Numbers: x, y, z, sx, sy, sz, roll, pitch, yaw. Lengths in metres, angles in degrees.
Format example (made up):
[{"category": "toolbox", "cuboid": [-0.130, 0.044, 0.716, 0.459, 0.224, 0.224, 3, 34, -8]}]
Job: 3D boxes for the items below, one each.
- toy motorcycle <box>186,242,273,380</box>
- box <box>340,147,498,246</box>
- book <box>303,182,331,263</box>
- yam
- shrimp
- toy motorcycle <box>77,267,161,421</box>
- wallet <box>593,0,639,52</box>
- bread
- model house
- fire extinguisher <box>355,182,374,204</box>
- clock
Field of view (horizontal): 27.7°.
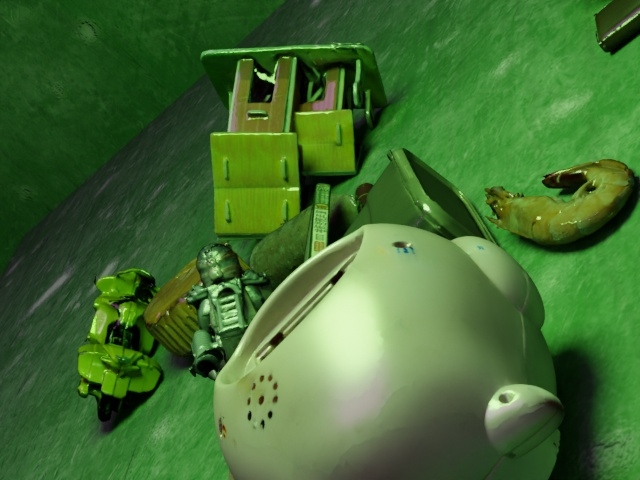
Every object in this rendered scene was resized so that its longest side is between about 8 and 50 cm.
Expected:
[{"category": "toy motorcycle", "cuboid": [-0.109, 0.130, 1.752, 0.134, 0.207, 0.401, -14, 23, -1]}, {"category": "box", "cuboid": [0.103, 0.010, 1.621, 0.178, 0.138, 0.274, -50, 15, 11]}, {"category": "book", "cuboid": [-0.012, 0.069, 1.728, 0.264, 0.027, 0.202, -86, 3, -62]}, {"category": "yam", "cuboid": [0.000, 0.000, 1.910, 0.259, 0.106, 0.106, -30, 24, 42]}, {"category": "shrimp", "cuboid": [0.271, -0.051, 1.495, 0.133, 0.053, 0.236, -54, 23, -14]}, {"category": "toy motorcycle", "cuboid": [-0.345, 0.168, 2.273, 0.342, 0.142, 0.206, -101, 19, -68]}, {"category": "wallet", "cuboid": [0.450, -0.333, 1.719, 0.198, 0.031, 0.110, -38, 20, 25]}, {"category": "bread", "cuboid": [-0.192, 0.101, 2.129, 0.199, 0.104, 0.199, -39, 16, 13]}, {"category": "model house", "cuboid": [-0.046, -0.123, 2.252, 0.300, 0.340, 0.324, 0, 65, 12]}, {"category": "fire extinguisher", "cuboid": [0.071, -0.044, 1.946, 0.132, 0.039, 0.056, -92, 16, -64]}, {"category": "clock", "cuboid": [0.059, 0.154, 1.221, 0.368, 0.250, 0.377, -45, 18, 5]}]
